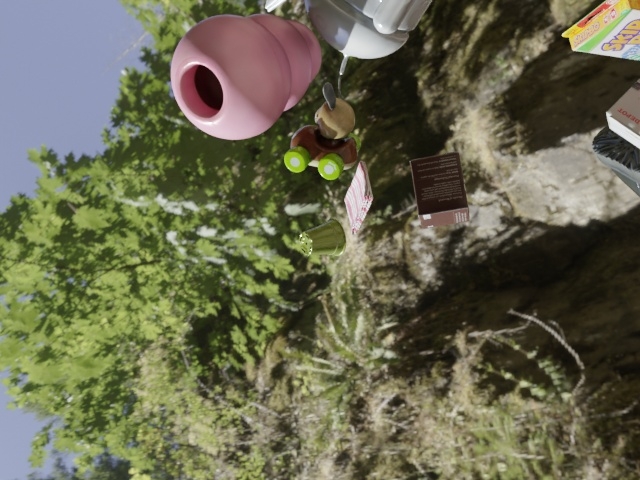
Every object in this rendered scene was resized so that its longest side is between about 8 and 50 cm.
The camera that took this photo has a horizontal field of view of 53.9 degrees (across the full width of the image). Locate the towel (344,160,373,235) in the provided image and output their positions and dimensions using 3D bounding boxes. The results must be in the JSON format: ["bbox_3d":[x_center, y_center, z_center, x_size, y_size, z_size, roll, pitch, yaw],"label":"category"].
[{"bbox_3d":[0.110,-0.128,1.918,0.029,0.197,0.144,2,-125,-15],"label":"towel"}]

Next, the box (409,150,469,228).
[{"bbox_3d":[0.406,-0.168,2.136,0.168,0.167,0.203,46,-144,-71],"label":"box"}]

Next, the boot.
[{"bbox_3d":[0.754,-0.031,1.305,0.445,0.146,0.367,51,-156,-15],"label":"boot"}]

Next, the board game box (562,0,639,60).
[{"bbox_3d":[0.555,-0.362,1.085,0.259,0.124,0.039,1,-107,-24],"label":"board game box"}]

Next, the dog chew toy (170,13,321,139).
[{"bbox_3d":[-0.109,-0.310,1.126,0.207,0.206,0.332,58,-139,-8],"label":"dog chew toy"}]

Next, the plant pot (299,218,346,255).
[{"bbox_3d":[0.000,0.000,1.351,0.079,0.083,0.083,-13,-100,-34],"label":"plant pot"}]

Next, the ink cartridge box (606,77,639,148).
[{"bbox_3d":[0.553,-0.216,1.002,0.109,0.150,0.063,48,-171,31],"label":"ink cartridge box"}]

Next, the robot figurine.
[{"bbox_3d":[0.103,-0.451,1.033,0.199,0.353,0.300,20,-144,-22],"label":"robot figurine"}]

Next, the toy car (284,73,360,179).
[{"bbox_3d":[0.013,-0.249,1.317,0.155,0.148,0.188,-56,-24,-55],"label":"toy car"}]

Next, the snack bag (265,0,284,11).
[{"bbox_3d":[-0.031,-0.780,1.547,0.037,0.323,0.343,14,-108,-38],"label":"snack bag"}]
